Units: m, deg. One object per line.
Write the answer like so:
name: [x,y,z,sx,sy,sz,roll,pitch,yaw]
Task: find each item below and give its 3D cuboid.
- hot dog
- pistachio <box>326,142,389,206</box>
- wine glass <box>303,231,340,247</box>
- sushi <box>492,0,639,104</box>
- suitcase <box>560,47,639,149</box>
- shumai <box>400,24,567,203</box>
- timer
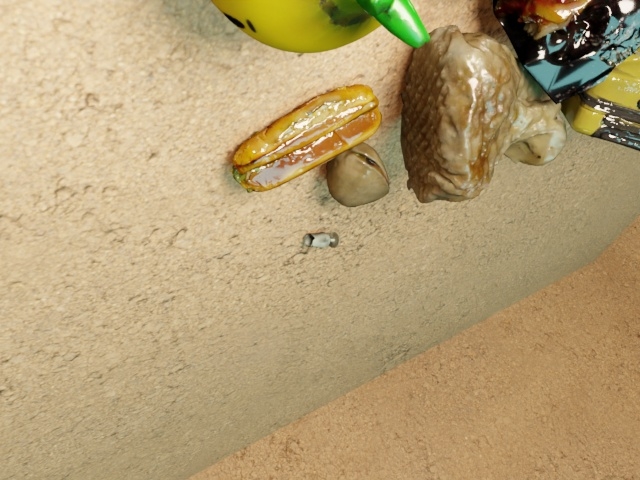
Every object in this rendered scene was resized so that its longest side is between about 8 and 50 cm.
hot dog: [-0.022,-0.166,0.940,0.269,0.072,0.115,-27,154,-11]
pistachio: [0.067,-0.119,1.065,0.108,0.126,0.185,-60,167,-9]
wine glass: [0.000,0.000,1.290,0.083,0.042,0.039,-3,102,-43]
sushi: [0.387,-0.388,0.891,0.212,0.215,0.227,37,127,-27]
suitcase: [0.517,-0.256,0.995,0.193,0.235,0.143,16,124,-1]
shumai: [0.282,-0.208,0.950,0.262,0.267,0.314,-8,152,-5]
timer: [0.015,-0.280,0.547,0.285,0.285,0.285,-27,153,-15]
